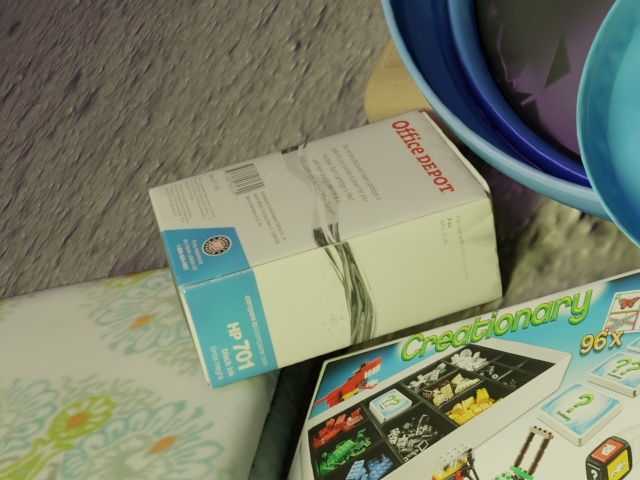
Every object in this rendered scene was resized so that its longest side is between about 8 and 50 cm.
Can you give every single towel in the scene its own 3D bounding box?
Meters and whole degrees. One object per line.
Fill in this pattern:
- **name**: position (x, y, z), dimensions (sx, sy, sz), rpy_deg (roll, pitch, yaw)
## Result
- **towel**: position (-0.172, 0.140, 0.825), dimensions (0.320, 0.090, 0.374), rpy_deg (-9, 29, 16)

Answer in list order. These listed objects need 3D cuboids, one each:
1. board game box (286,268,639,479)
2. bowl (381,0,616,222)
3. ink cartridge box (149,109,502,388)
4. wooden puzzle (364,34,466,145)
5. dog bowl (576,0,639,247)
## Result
- **board game box**: position (0.086, 0.125, 0.651), dimensions (0.305, 0.053, 0.193), rpy_deg (-22, 40, 48)
- **bowl**: position (0.217, -0.181, 0.638), dimensions (0.391, 0.077, 0.391), rpy_deg (-14, 62, 27)
- **ink cartridge box**: position (0.000, 0.000, 0.801), dimensions (0.190, 0.082, 0.140), rpy_deg (-16, 30, -8)
- **wooden puzzle**: position (0.200, -0.214, 0.834), dimensions (0.322, 0.080, 0.348), rpy_deg (5, 69, 57)
- **dog bowl**: position (0.225, -0.003, 0.459), dimensions (0.166, 0.074, 0.297), rpy_deg (-44, 58, 10)
